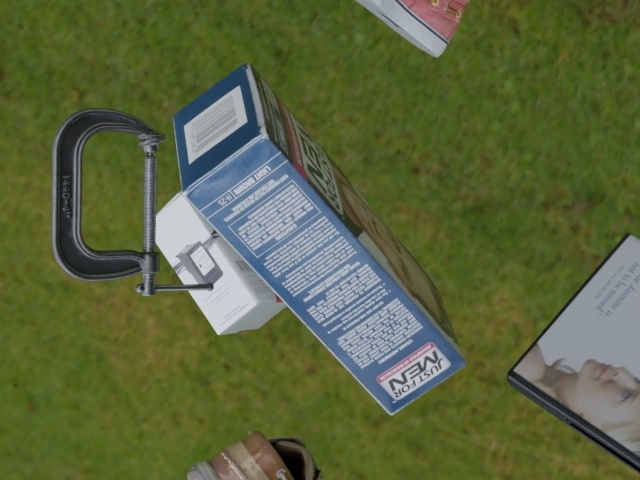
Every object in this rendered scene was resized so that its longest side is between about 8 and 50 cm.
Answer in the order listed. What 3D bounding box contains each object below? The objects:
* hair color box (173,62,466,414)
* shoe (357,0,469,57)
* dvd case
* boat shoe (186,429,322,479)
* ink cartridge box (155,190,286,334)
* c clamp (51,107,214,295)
[{"bbox_3d":[0.000,0.000,1.494,0.105,0.174,0.347,-35,120,12],"label":"hair color box"},{"bbox_3d":[0.072,-0.232,1.276,0.063,0.081,0.178,35,-176,41],"label":"shoe"},{"bbox_3d":[0.310,0.120,1.245,0.253,0.180,0.022,34,162,30],"label":"dvd case"},{"bbox_3d":[-0.047,0.299,1.753,0.123,0.116,0.324,49,-179,20],"label":"boat shoe"},{"bbox_3d":[-0.110,0.023,1.599,0.063,0.109,0.150,-39,77,16],"label":"ink cartridge box"},{"bbox_3d":[-0.157,-0.029,1.191,0.022,0.137,0.161,12,107,60],"label":"c clamp"}]
